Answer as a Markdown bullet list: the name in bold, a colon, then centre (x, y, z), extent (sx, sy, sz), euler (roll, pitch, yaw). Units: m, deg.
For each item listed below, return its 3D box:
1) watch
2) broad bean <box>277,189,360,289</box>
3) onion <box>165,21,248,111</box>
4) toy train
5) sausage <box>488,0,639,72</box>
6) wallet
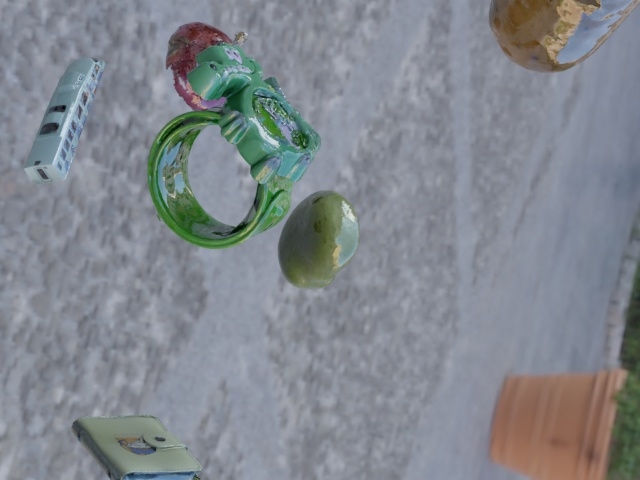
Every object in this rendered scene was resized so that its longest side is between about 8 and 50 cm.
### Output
- **watch**: centre (-0.093, -0.083, 1.174), extent (0.152, 0.165, 0.131), euler (-42, 176, 26)
- **broad bean**: centre (0.000, 0.000, 1.702), extent (0.174, 0.082, 0.124), euler (-49, -130, 48)
- **onion**: centre (-0.153, -0.273, 1.885), extent (0.150, 0.140, 0.150), euler (30, 50, -42)
- **toy train**: centre (-0.309, -0.155, 1.514), extent (0.047, 0.043, 0.207), euler (63, 28, -44)
- **sausage**: centre (0.279, -0.340, 1.052), extent (0.123, 0.136, 0.501), euler (-42, 162, -42)
- **wallet**: centre (-0.210, 0.246, 1.422), extent (0.110, 0.155, 0.039), euler (2, 106, -31)
